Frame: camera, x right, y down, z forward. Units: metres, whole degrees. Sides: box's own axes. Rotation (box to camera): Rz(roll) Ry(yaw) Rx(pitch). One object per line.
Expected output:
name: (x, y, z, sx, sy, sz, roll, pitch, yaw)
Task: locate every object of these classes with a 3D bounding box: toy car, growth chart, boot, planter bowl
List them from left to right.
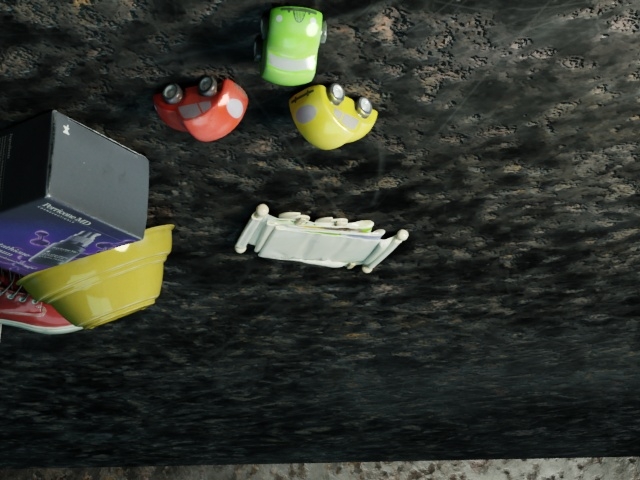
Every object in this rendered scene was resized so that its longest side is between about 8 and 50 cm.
boot: (-0.431, 0.065, 1.604, 0.244, 0.088, 0.176, 2, 157, 2)
planter bowl: (-0.277, 0.058, 1.464, 0.217, 0.090, 0.217, -22, 178, -1)
toy car: (-0.043, -0.152, 1.114, 0.239, 0.053, 0.225, 3, 158, -10)
growth chart: (0.000, 0.000, 1.539, 0.237, 0.021, 0.172, 9, 156, -23)

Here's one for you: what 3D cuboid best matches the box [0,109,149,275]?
box: (-0.323, -0.049, 1.288, 0.207, 0.108, 0.153, -15, 153, 33)
